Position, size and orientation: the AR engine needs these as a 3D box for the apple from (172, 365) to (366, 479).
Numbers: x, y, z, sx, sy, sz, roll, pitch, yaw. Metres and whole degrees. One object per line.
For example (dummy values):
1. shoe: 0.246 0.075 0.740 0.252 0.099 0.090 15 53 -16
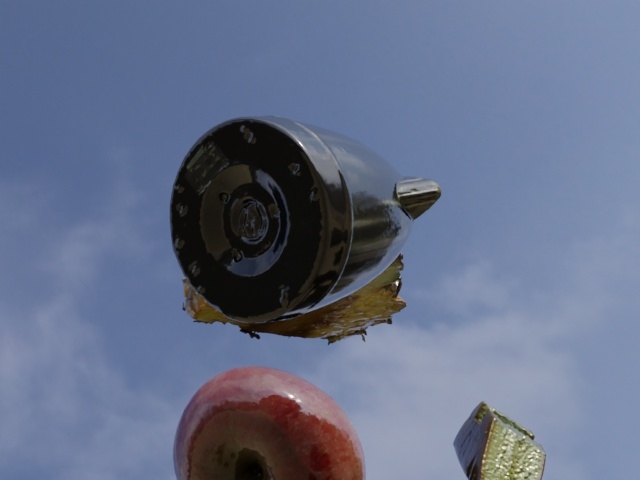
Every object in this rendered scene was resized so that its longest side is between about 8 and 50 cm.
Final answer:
1. apple: -0.078 0.374 1.746 0.345 0.345 0.269 -45 -14 14

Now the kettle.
1. kettle: -0.009 -0.012 1.126 0.271 0.207 0.250 -7 -42 -53

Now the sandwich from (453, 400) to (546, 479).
1. sandwich: 0.239 0.279 1.382 0.090 0.244 0.088 27 -88 -3

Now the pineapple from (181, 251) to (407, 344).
1. pineapple: 0.003 -0.001 1.473 0.344 0.209 0.286 14 -35 -43
